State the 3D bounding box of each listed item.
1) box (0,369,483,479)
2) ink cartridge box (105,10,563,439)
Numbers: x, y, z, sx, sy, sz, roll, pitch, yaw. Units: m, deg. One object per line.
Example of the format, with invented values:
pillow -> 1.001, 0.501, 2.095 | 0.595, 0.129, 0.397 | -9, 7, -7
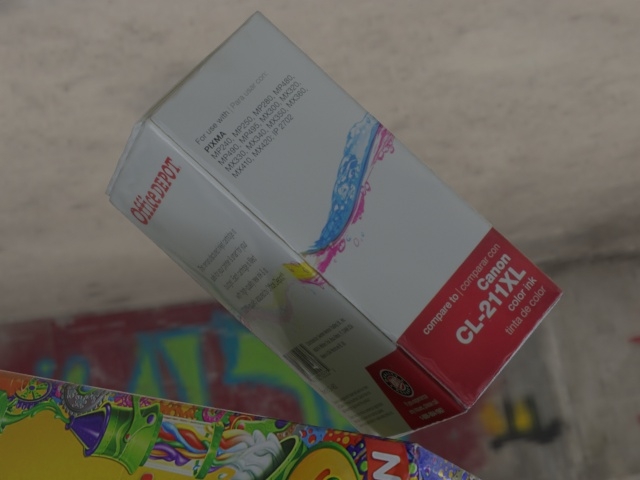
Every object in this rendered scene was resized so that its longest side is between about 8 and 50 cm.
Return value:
box -> -0.059, 0.227, 0.630 | 0.279, 0.290, 0.177 | 3, 158, 41
ink cartridge box -> 0.000, 0.000, 0.659 | 0.072, 0.175, 0.127 | -48, -178, -20
